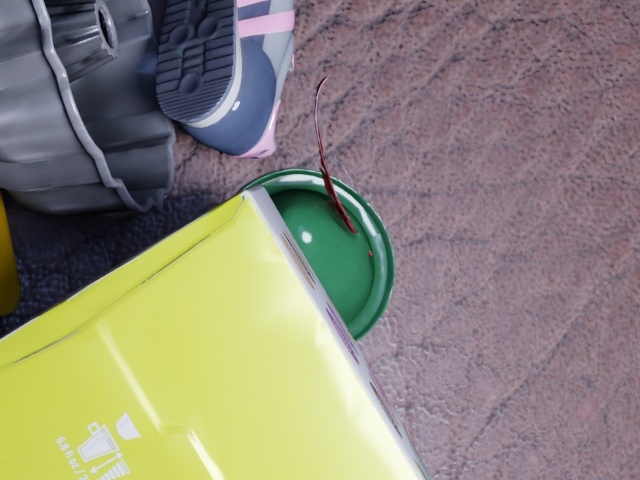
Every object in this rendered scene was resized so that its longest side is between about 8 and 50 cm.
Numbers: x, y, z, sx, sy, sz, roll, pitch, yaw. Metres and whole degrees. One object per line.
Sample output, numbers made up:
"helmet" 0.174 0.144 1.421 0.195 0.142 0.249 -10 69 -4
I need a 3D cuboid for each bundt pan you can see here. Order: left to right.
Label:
"bundt pan" -0.237 -0.165 1.504 0.124 0.331 0.331 -15 87 11

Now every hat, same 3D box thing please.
"hat" 0.000 0.000 1.598 0.208 0.183 0.173 45 74 -6

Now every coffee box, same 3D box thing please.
"coffee box" -0.110 0.183 1.425 0.338 0.334 0.338 -31 92 1

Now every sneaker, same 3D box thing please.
"sneaker" -0.070 -0.225 1.664 0.131 0.112 0.319 41 55 -49

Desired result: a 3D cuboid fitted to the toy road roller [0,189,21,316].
"toy road roller" -0.407 -0.047 1.436 0.202 0.240 0.329 -14 89 19
